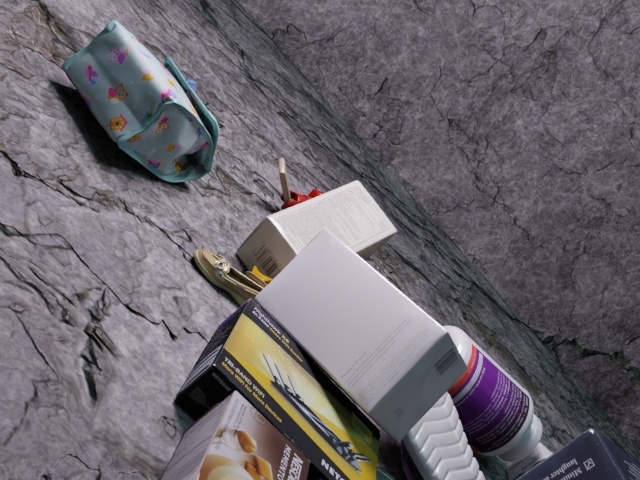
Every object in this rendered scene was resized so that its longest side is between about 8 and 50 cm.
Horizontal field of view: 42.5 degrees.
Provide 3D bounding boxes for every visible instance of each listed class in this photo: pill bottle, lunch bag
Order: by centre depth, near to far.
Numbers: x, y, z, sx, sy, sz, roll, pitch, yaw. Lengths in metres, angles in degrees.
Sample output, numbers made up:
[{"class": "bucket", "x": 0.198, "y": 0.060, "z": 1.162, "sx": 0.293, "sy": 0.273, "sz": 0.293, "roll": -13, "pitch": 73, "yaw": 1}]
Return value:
[{"class": "lunch bag", "x": -0.305, "y": -0.238, "z": 1.503, "sx": 0.223, "sy": 0.160, "sz": 0.262, "roll": 53, "pitch": 6, "yaw": 23}, {"class": "pill bottle", "x": 0.334, "y": 0.342, "z": 1.782, "sx": 0.323, "sy": 0.181, "sz": 0.181, "roll": 42, "pitch": 18, "yaw": -21}]

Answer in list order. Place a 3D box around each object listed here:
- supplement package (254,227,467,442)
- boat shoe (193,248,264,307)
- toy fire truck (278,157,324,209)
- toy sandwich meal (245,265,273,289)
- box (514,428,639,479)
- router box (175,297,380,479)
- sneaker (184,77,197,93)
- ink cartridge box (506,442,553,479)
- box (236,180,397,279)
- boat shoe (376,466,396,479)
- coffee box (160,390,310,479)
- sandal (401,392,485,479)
[{"class": "supplement package", "x": 0.066, "y": 0.152, "z": 1.354, "sx": 0.293, "sy": 0.175, "sz": 0.177, "roll": 41, "pitch": -7, "yaw": 33}, {"class": "boat shoe", "x": -0.152, "y": 0.062, "z": 1.410, "sx": 0.153, "sy": 0.048, "sz": 0.056, "roll": 45, "pitch": 18, "yaw": -14}, {"class": "toy fire truck", "x": -0.024, "y": -0.056, "z": 1.847, "sx": 0.246, "sy": 0.158, "sz": 0.217, "roll": 21, "pitch": 31, "yaw": -34}, {"class": "toy sandwich meal", "x": -0.099, "y": 0.080, "z": 1.470, "sx": 0.085, "sy": 0.029, "sz": 0.086, "roll": 38, "pitch": -22, "yaw": 19}, {"class": "box", "x": 0.323, "y": 0.474, "z": 0.919, "sx": 0.212, "sy": 0.293, "sz": 0.396, "roll": 37, "pitch": 21, "yaw": -33}, {"class": "router box", "x": -0.046, "y": 0.256, "z": 1.197, "sx": 0.309, "sy": 0.081, "sz": 0.243, "roll": 46, "pitch": 16, "yaw": -9}, {"class": "sneaker", "x": -0.318, "y": -0.301, "z": 1.761, "sx": 0.087, "sy": 0.083, "sz": 0.221, "roll": 27, "pitch": 19, "yaw": -21}, {"class": "ink cartridge box", "x": 0.485, "y": 0.544, "z": 1.842, "sx": 0.063, "sy": 0.109, "sz": 0.150, "roll": 41, "pitch": 18, "yaw": -14}, {"class": "box", "x": 0.000, "y": 0.000, "z": 1.623, "sx": 0.148, "sy": 0.121, "sz": 0.311, "roll": 53, "pitch": 38, "yaw": 11}, {"class": "boat shoe", "x": 0.184, "y": 0.454, "z": 1.307, "sx": 0.319, "sy": 0.099, "sz": 0.116, "roll": 45, "pitch": 17, "yaw": -12}, {"class": "coffee box", "x": -0.106, "y": 0.299, "z": 0.927, "sx": 0.141, "sy": 0.098, "sz": 0.246, "roll": 47, "pitch": 17, "yaw": -8}, {"class": "sandal", "x": 0.204, "y": 0.408, "z": 1.482, "sx": 0.169, "sy": 0.102, "sz": 0.416, "roll": -13, "pitch": 76, "yaw": -55}]
